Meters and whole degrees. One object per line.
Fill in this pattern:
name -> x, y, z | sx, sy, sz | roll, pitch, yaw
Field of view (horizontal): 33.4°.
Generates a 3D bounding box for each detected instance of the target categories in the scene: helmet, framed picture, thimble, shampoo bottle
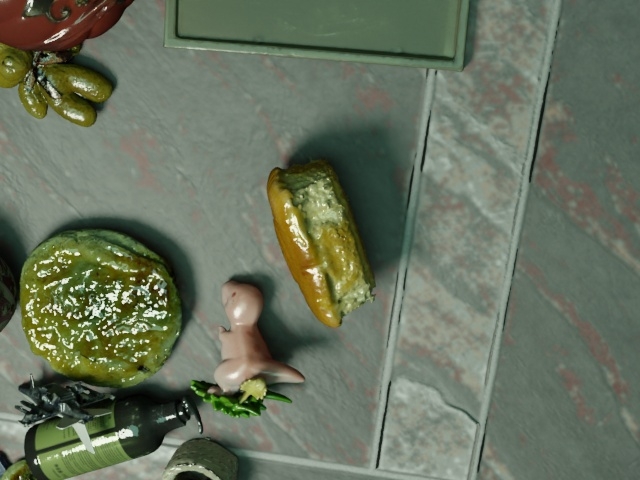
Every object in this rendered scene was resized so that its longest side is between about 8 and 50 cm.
helmet -> -0.538, 0.075, 1.669 | 0.153, 0.107, 0.177 | 4, 102, 29
framed picture -> 0.000, -0.421, 1.527 | 0.446, 0.028, 0.326 | 6, 105, 4
thimble -> -0.196, 0.385, 1.732 | 0.115, 0.090, 0.102 | -1, 105, 7
shampoo bottle -> -0.330, 0.309, 1.718 | 0.284, 0.101, 0.101 | -18, 103, 9

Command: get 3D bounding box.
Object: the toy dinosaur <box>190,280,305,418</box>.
toy dinosaur -> -0.100, 0.174, 1.659 | 0.194, 0.152, 0.177 | 40, 110, 37

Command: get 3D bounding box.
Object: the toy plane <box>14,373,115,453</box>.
toy plane -> -0.419, 0.250, 1.678 | 0.234, 0.160, 0.082 | 26, 120, 40

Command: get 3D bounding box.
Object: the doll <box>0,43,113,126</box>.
doll -> -0.414, -0.250, 1.579 | 0.209, 0.097, 0.137 | 27, 100, -8

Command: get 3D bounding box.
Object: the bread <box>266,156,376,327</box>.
bread -> 0.000, 0.000, 1.567 | 0.121, 0.174, 0.245 | -16, 111, 5

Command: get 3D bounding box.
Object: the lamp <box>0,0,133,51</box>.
lamp -> -0.371, -0.406, 1.432 | 0.257, 0.303, 0.303 | 29, 112, 41

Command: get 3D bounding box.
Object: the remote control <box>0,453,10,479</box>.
remote control -> -0.523, 0.425, 1.808 | 0.043, 0.027, 0.152 | -24, 103, 5

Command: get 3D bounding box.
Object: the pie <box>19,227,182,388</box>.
pie -> -0.349, 0.111, 1.678 | 0.277, 0.078, 0.277 | 2, 105, 6

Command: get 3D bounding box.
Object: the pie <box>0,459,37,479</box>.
pie -> -0.496, 0.408, 1.787 | 0.084, 0.021, 0.084 | -2, 94, -26
